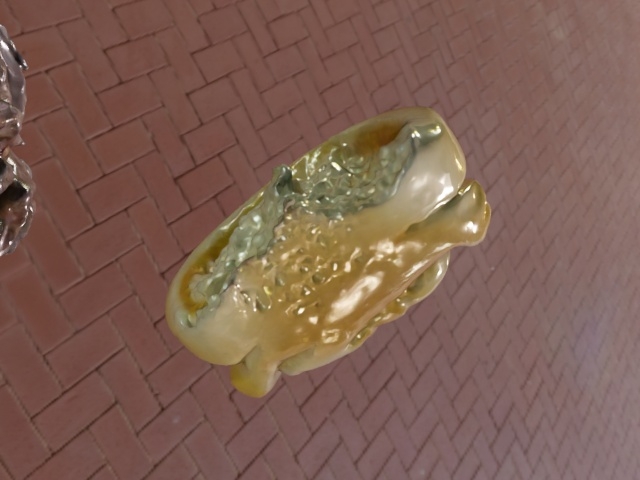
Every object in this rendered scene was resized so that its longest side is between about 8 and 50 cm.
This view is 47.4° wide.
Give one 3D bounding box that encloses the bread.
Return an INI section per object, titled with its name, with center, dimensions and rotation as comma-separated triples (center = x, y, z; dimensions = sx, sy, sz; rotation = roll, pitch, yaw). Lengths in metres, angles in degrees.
[bread]
center = 0.010, 0.017, 0.916
dimensions = 0.245, 0.424, 0.329
rotation = 53, 7, -4

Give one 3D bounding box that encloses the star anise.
[star anise]
center = -0.239, -0.071, 0.531
dimensions = 0.065, 0.195, 0.182
rotation = -10, 107, -23
